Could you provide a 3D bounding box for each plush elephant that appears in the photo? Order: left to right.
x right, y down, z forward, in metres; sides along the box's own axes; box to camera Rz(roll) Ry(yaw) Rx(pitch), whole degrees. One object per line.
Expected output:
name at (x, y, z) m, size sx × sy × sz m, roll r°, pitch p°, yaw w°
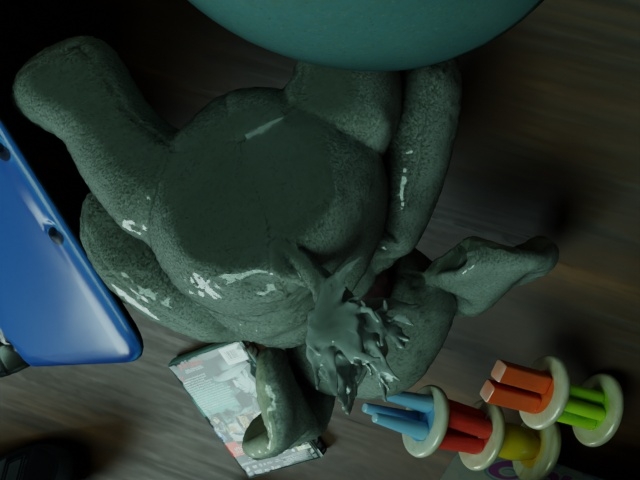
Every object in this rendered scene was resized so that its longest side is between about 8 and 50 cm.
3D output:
plush elephant at (0.000, 0.000, 1.295) m, size 0.330 × 0.272 × 0.255 m, roll 65°, pitch -175°, yaw 28°

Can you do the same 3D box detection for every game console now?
game console at (-0.228, -0.064, 1.403) m, size 0.173 × 0.250 × 0.293 m, roll -22°, pitch 110°, yaw 22°

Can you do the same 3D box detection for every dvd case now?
dvd case at (-0.058, 0.133, 1.573) m, size 0.087 × 0.013 × 0.119 m, roll -22°, pitch 110°, yaw 41°

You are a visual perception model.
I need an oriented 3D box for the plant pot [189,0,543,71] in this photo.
plant pot at (-0.007, -0.230, 1.072) m, size 0.290 × 0.195 × 0.290 m, roll 5°, pitch 101°, yaw 25°

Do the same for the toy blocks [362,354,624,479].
toy blocks at (0.117, 0.116, 1.368) m, size 0.148 × 0.054 × 0.123 m, roll 16°, pitch 143°, yaw -29°

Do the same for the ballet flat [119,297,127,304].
ballet flat at (-0.078, 0.040, 1.480) m, size 0.188 × 0.070 × 0.070 m, roll 8°, pitch 126°, yaw 27°

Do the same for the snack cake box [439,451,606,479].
snack cake box at (0.208, 0.263, 1.448) m, size 0.264 × 0.089 × 0.152 m, roll 17°, pitch 131°, yaw 21°

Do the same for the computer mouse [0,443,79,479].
computer mouse at (-0.309, 0.261, 1.743) m, size 0.272 × 0.188 × 0.072 m, roll -22°, pitch 123°, yaw 27°
